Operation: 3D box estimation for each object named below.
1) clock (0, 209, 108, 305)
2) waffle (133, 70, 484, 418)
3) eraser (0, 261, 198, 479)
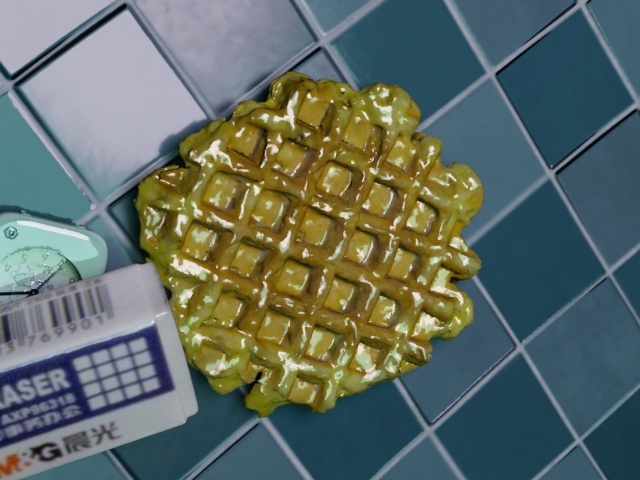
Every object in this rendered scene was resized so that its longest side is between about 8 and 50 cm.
[{"bbox_3d":[-0.240,0.046,0.920,0.101,0.041,0.135,16,92,-23],"label":"clock"},{"bbox_3d":[0.000,0.000,0.995,0.325,0.068,0.302,-26,106,-18],"label":"waffle"},{"bbox_3d":[-0.246,0.119,0.871,0.279,0.081,0.124,-17,130,-10],"label":"eraser"}]
